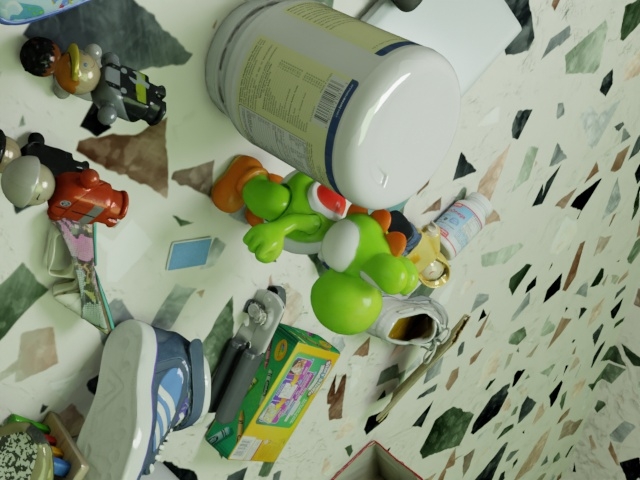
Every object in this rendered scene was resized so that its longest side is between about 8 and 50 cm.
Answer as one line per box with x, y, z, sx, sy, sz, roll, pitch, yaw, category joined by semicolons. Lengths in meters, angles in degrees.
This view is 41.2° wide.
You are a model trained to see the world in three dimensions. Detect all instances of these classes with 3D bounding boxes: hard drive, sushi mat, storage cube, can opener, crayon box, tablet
0.179;-0.336;1.495;0.353;0.047;0.233;-49;117;-11;hard drive
0.248;0.312;2.072;0.316;0.019;0.151;-53;175;30;sushi mat
0.147;0.680;2.225;0.215;0.184;0.193;-40;143;-23;storage cube
-0.133;0.218;1.615;0.093;0.074;0.280;13;107;-54;can opener
-0.094;0.313;1.732;0.278;0.081;0.165;-59;145;3;crayon box
-0.218;0.022;1.418;0.083;0.006;0.054;-9;124;-46;tablet

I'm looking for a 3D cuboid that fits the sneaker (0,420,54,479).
-0.534;0.410;1.143;0.410;0.158;0.182;-45;169;-7;sneaker

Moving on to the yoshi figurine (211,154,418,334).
-0.018;0.021;1.347;0.204;0.362;0.203;-32;139;-31;yoshi figurine

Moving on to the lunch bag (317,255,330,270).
0.040;0.024;1.680;0.098;0.065;0.067;-13;142;-46;lunch bag

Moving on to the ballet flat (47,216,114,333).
-0.352;0.046;1.230;0.079;0.077;0.221;-14;125;-21;ballet flat

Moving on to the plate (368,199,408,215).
0.146;-0.108;1.737;0.188;0.024;0.188;-30;138;-32;plate

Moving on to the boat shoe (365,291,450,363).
0.230;0.203;1.967;0.367;0.156;0.135;22;100;-54;boat shoe

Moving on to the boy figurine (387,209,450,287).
0.194;0.036;1.839;0.177;0.092;0.285;-43;146;6;boy figurine

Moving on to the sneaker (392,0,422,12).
0.066;-0.447;1.320;0.130;0.109;0.286;-47;135;-2;sneaker

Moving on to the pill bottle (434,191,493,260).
0.318;-0.036;1.944;0.160;0.087;0.087;-44;143;-18;pill bottle

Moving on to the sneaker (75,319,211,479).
-0.262;0.305;1.387;0.236;0.130;0.322;40;48;-50;sneaker

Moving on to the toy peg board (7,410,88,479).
-0.449;0.355;1.285;0.079;0.161;0.161;33;91;-40;toy peg board

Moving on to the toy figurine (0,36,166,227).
-0.305;-0.136;1.018;0.148;0.213;0.209;18;100;-38;toy figurine

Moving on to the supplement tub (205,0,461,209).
0.011;-0.210;1.229;0.235;0.325;0.235;-30;137;-33;supplement tub

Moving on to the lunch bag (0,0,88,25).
-0.315;-0.360;0.930;0.176;0.090;0.218;-30;138;-37;lunch bag

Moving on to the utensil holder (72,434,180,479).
-0.310;0.542;1.390;0.328;0.385;0.327;-31;138;-33;utensil holder
